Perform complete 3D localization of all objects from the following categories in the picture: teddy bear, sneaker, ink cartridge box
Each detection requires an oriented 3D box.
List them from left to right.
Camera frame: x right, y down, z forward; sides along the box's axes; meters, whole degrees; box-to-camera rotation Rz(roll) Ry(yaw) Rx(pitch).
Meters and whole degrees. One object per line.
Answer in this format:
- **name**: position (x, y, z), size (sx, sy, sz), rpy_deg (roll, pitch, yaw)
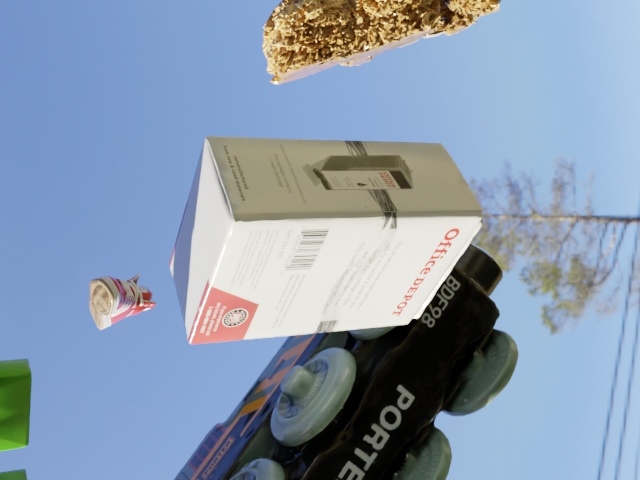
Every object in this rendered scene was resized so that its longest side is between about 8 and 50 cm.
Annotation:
- **sneaker**: position (-0.208, 0.056, 0.817), size (0.067, 0.118, 0.042), rpy_deg (-24, -100, -27)
- **ink cartridge box**: position (0.000, 0.000, 0.398), size (0.135, 0.099, 0.056), rpy_deg (-2, -131, -27)
- **teddy bear**: position (0.084, -0.298, 0.960), size (0.245, 0.338, 0.113), rpy_deg (-46, -61, -84)

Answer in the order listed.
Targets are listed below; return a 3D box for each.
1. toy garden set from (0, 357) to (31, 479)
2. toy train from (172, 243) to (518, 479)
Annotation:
- **toy garden set**: position (-0.251, 0.163, 0.367), size (0.204, 0.049, 0.244), rpy_deg (-1, -64, -28)
- **toy train**: position (0.006, 0.136, 0.577), size (0.142, 0.190, 0.334), rpy_deg (41, -106, -18)
